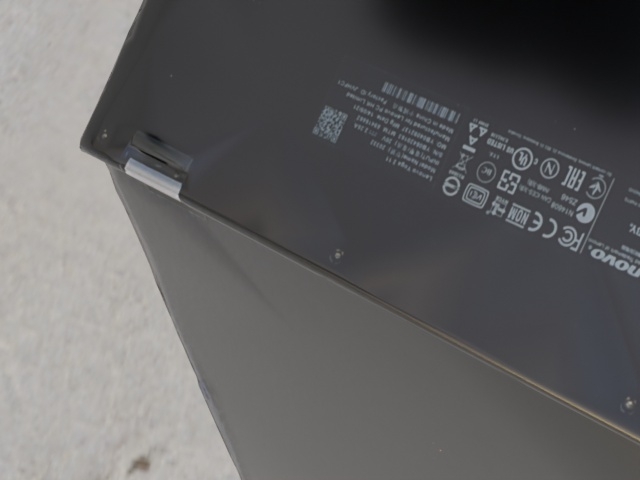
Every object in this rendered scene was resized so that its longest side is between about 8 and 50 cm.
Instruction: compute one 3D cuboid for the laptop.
[{"bbox_3d":[0.129,0.004,0.653,0.382,0.236,0.408,27,95,33],"label":"laptop"}]
